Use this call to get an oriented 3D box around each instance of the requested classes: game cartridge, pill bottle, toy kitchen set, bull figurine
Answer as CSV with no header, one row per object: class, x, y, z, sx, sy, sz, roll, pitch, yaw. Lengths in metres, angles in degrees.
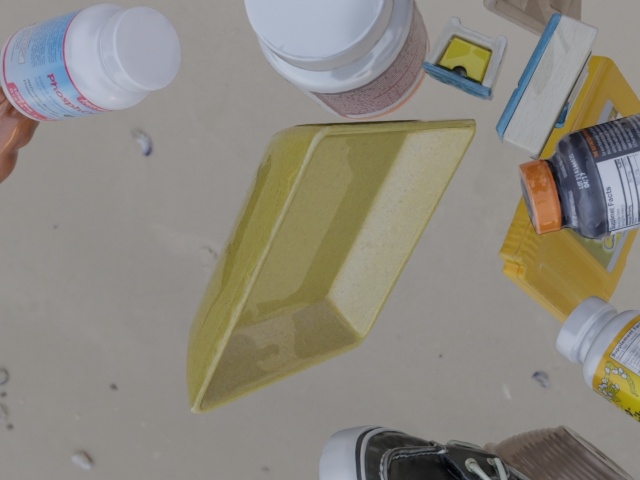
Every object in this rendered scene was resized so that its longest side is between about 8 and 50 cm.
game cartridge,0.386,-0.052,1.281,0.052,0.285,0.324,15,77,43
pill bottle,0.357,-0.078,1.036,0.245,0.130,0.130,-14,102,8
pill bottle,0.033,-0.313,1.313,0.224,0.392,0.224,0,89,12
toy kitchen set,0.169,-0.160,0.898,0.166,0.207,0.122,26,93,13
bull figurine,-0.502,-0.114,1.297,0.310,0.188,0.101,-40,103,18
pill bottle,0.394,0.156,1.081,0.208,0.117,0.118,37,122,35
pill bottle,-0.193,-0.150,0.754,0.160,0.087,0.087,-1,108,42

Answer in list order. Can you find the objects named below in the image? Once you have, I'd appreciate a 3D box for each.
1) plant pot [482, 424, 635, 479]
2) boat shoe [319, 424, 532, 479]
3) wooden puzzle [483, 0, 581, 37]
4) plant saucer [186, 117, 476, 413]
plant pot,0.317,0.310,1.118,0.237,0.237,0.110,38,95,9
boat shoe,0.077,0.142,0.494,0.070,0.219,0.078,-21,60,25
wooden puzzle,0.263,-0.425,1.156,0.080,0.348,0.322,2,90,31
plant saucer,0.000,0.000,0.967,0.081,0.332,0.333,37,116,24
